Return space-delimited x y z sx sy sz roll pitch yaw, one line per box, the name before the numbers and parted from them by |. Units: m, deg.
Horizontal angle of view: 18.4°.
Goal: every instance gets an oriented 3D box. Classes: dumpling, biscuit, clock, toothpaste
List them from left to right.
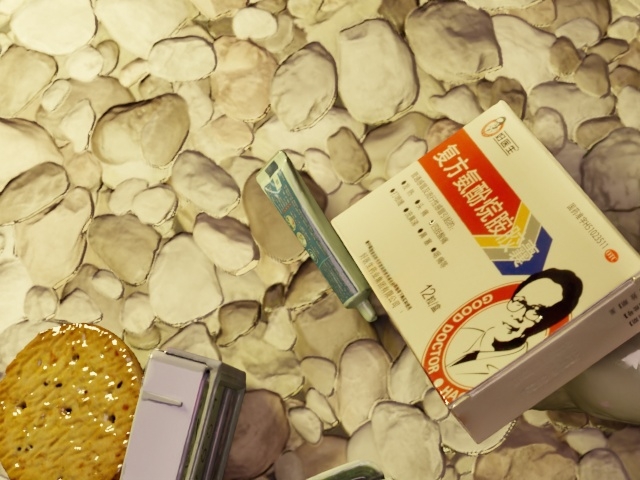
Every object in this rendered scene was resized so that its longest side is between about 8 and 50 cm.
biscuit | -0.251 0.176 1.997 0.187 0.027 0.188 -7 74 27
clock | -0.140 0.207 1.939 0.073 0.144 0.193 13 85 10
toothpaste | 0.000 0.000 1.999 0.197 0.035 0.057 56 136 11
dumpling | 0.313 0.105 1.851 0.243 0.227 0.175 12 64 16

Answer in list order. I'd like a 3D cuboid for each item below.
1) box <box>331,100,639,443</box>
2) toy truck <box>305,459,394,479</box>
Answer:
box | 0.159 0.020 1.845 0.214 0.069 0.353 -35 35 3
toy truck | 0.065 0.414 1.845 0.173 0.207 0.388 -23 71 -1
